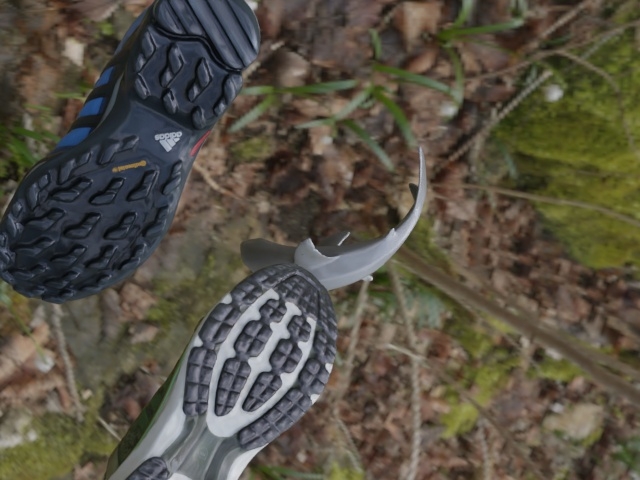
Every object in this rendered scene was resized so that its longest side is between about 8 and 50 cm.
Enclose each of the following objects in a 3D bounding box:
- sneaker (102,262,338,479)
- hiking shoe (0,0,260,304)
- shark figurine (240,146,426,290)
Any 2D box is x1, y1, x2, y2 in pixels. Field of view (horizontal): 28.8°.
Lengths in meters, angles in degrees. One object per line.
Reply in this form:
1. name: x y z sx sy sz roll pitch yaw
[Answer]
1. sneaker: -0.140 0.191 1.341 0.158 0.182 0.410 43 68 -19
2. hiking shoe: -0.143 -0.077 0.976 0.113 0.132 0.304 36 109 -15
3. shark figurine: 0.025 0.005 1.559 0.278 0.166 0.116 -23 145 12
